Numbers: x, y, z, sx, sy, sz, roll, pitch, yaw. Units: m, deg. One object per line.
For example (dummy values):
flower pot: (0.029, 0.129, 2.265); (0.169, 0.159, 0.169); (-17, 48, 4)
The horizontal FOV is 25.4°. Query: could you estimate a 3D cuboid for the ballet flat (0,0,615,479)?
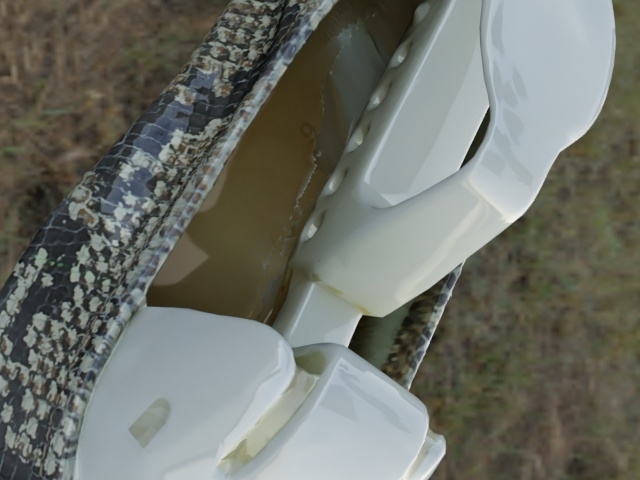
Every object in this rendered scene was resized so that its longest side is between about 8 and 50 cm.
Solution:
ballet flat: (0.000, 0.000, 0.529); (0.164, 0.182, 0.483); (41, 64, -30)
